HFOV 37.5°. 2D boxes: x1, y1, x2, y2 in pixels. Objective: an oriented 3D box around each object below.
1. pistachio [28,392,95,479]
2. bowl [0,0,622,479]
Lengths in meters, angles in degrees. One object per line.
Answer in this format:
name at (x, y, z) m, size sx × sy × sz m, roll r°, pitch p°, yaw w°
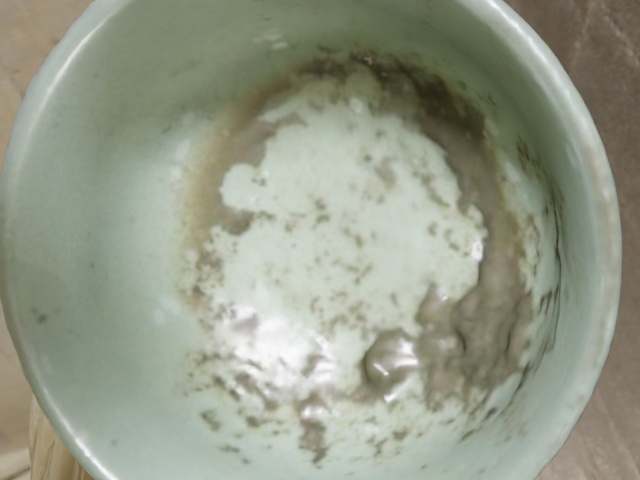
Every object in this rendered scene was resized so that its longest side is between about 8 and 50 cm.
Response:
pistachio at (-0.099, 0.237, 0.806) m, size 0.365 × 0.281 × 0.446 m, roll 115°, pitch 136°, yaw -73°
bowl at (0.000, 0.000, 0.476) m, size 0.146 × 0.289 × 0.289 m, roll -24°, pitch -85°, yaw -72°
